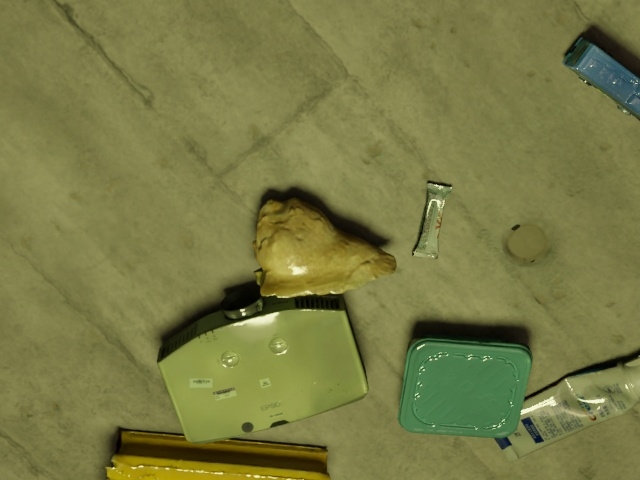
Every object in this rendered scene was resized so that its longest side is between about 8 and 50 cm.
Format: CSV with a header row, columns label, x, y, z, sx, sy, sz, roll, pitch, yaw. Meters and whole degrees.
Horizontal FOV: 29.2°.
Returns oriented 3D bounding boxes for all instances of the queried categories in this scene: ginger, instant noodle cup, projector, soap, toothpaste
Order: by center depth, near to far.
label,x,y,z,sx,sy,sz,roll,pitch,yaw
ginger,0.004,0.002,1.643,0.193,0.115,0.122,-5,99,-13
projector,-0.084,0.162,1.713,0.269,0.088,0.193,-16,113,3
instant noodle cup,0.201,0.199,1.757,0.179,0.070,0.157,4,115,-6
toothpaste,0.375,0.241,1.801,0.266,0.061,0.096,-27,114,17
soap,-0.156,0.393,1.809,0.324,0.096,0.204,7,113,-6

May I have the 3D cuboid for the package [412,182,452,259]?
label,x,y,z,sx,sy,sz,roll,pitch,yaw
package,0.153,-0.026,1.681,0.037,0.015,0.110,7,115,-7

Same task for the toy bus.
label,x,y,z,sx,sy,sz,roll,pitch,yaw
toy bus,0.386,-0.202,1.592,0.153,0.061,0.051,33,103,-15
